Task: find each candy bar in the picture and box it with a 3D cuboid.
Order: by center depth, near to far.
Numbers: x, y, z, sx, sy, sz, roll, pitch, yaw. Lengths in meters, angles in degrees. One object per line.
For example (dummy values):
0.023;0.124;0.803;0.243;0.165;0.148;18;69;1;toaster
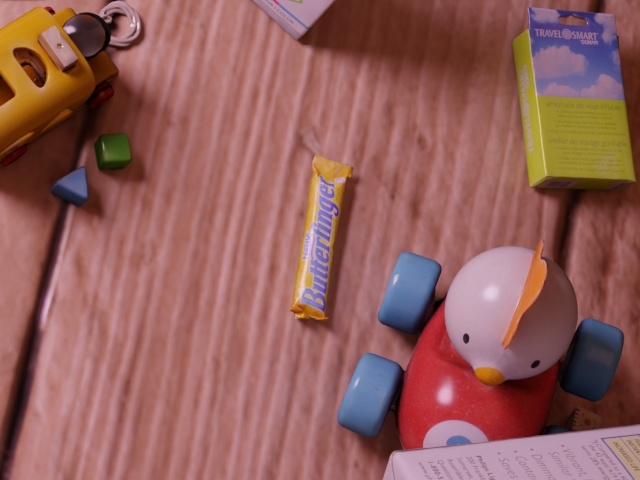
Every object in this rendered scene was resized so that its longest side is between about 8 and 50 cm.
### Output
0.000;0.000;1.538;0.040;0.018;0.161;16;69;-17;candy bar

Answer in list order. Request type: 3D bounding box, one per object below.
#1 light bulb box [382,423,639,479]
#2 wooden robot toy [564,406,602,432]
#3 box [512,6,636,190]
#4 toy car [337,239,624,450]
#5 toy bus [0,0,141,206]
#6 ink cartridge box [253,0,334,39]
0.256;0.344;1.308;0.361;0.225;0.358;-3;38;-24;light bulb box
0.205;0.224;1.534;0.079;0.076;0.173;25;67;-2;wooden robot toy
0.254;-0.141;1.667;0.109;0.042;0.178;1;75;-23;box
0.151;0.092;1.423;0.219;0.238;0.210;21;68;5;toy car
-0.242;-0.147;1.432;0.191;0.104;0.202;10;72;-20;toy bus
-0.008;-0.275;1.504;0.109;0.209;0.062;41;62;-7;ink cartridge box
